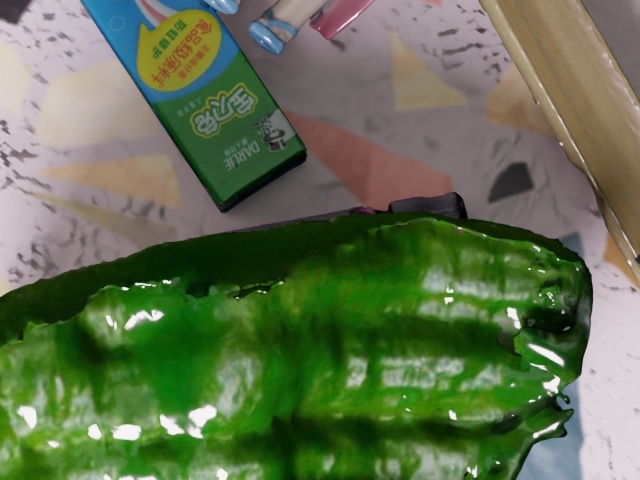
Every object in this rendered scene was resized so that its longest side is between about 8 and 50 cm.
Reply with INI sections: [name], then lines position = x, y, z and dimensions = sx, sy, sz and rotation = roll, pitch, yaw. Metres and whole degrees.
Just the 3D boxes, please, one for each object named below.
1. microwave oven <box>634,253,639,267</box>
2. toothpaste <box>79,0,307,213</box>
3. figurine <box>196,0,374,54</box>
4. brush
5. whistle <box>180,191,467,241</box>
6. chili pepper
[microwave oven]
position = 0.356, 0.063, 0.641
dimensions = 0.237, 0.181, 0.295
rotation = -38, 93, -3
[toothpaste]
position = -0.106, -0.145, 0.730
dimensions = 0.065, 0.050, 0.266
rotation = -33, 87, -6
[figurine]
position = 0.012, -0.236, 0.710
dimensions = 0.205, 0.103, 0.260
rotation = 37, 86, -4
[brush]
position = 0.173, -0.054, 0.732
dimensions = 0.054, 0.048, 0.282
rotation = -31, 94, -1
[whistle]
position = 0.000, 0.000, 0.729
dimensions = 0.176, 0.033, 0.033
rotation = -11, 86, -2
[chili pepper]
position = -0.038, 0.095, 0.663
dimensions = 0.385, 0.167, 0.213
rotation = -10, 101, -13
